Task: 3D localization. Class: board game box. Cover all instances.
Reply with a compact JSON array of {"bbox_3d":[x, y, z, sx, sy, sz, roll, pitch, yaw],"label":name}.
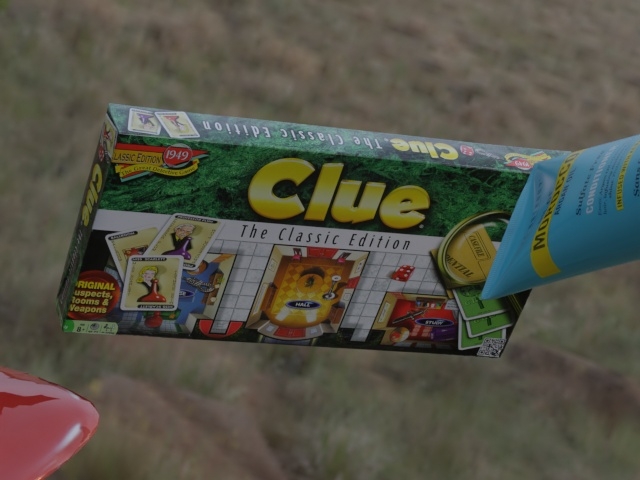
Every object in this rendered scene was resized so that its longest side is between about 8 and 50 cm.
[{"bbox_3d":[0.000,0.000,0.948,0.259,0.136,0.030,4,36,-21],"label":"board game box"}]

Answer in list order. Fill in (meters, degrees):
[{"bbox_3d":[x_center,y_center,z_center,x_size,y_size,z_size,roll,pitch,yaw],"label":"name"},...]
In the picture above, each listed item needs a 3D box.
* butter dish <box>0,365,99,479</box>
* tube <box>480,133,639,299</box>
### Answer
[{"bbox_3d":[-0.135,0.094,0.372,0.160,0.118,0.160,9,33,43],"label":"butter dish"},{"bbox_3d":[0.143,-0.019,0.812,0.052,0.080,0.207,36,-22,-17],"label":"tube"}]
